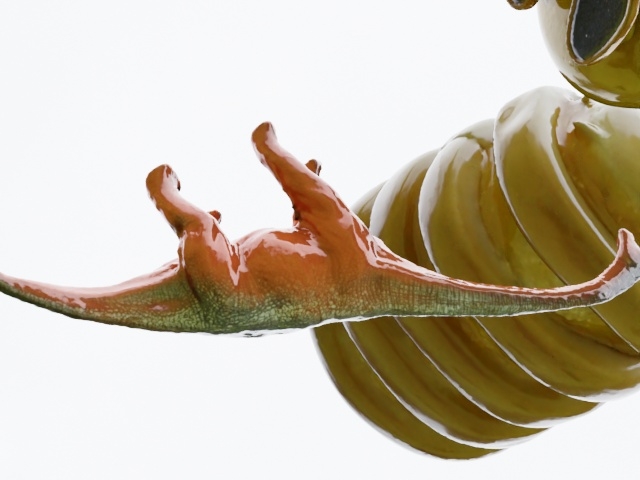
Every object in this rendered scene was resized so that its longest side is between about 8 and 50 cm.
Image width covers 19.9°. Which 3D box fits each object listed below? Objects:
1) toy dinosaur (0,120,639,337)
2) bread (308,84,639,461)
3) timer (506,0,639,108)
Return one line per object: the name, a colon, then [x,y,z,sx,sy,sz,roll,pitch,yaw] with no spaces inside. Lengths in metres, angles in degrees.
toy dinosaur: [-0.001,0.003,0.737,0.279,0.101,0.055,-12,-31,-16]
bread: [0.095,0.028,0.993,0.173,0.121,0.311,47,-31,-2]
timer: [0.145,-0.109,0.773,0.107,0.109,0.107,0,-90,60]
